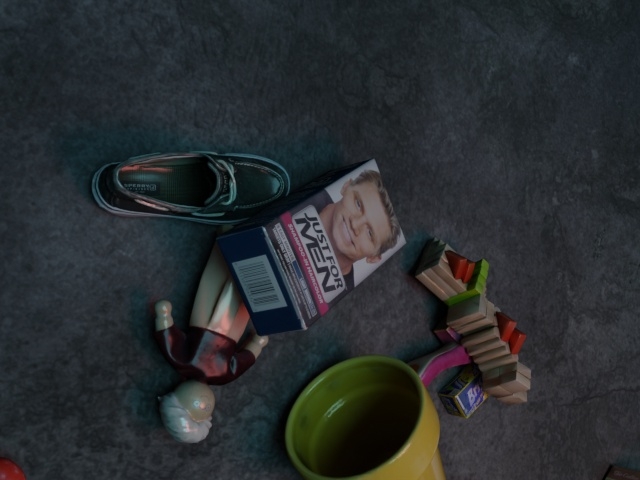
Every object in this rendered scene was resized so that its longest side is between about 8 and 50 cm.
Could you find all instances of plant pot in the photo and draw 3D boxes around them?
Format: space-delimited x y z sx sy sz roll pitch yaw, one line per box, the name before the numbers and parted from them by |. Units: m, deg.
plant pot | 0.102 0.366 1.261 0.254 0.254 0.239 -48 127 -24

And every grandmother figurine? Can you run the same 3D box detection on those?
grandmother figurine | -0.174 0.150 1.174 0.208 0.104 0.342 22 74 -20

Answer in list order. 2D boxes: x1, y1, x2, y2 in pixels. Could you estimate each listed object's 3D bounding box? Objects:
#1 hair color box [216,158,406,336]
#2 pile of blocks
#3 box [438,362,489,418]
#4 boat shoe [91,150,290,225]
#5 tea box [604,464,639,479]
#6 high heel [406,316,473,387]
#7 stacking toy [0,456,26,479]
hair color box | 0.000 0.000 1.216 0.347 0.105 0.173 -36 108 -51
pile of blocks | 0.331 0.144 1.429 0.149 0.113 0.362 -32 92 -46
box | 0.320 0.285 1.499 0.169 0.054 0.059 -37 107 -27
boat shoe | -0.183 -0.081 1.164 0.335 0.119 0.121 -7 91 -32
tea box | 0.754 0.749 1.649 0.329 0.220 0.323 49 64 -20
high heel | 0.226 0.265 1.430 0.117 0.082 0.244 53 53 -14
stacking toy | -0.520 0.410 0.931 0.330 0.141 0.141 -46 111 -30
